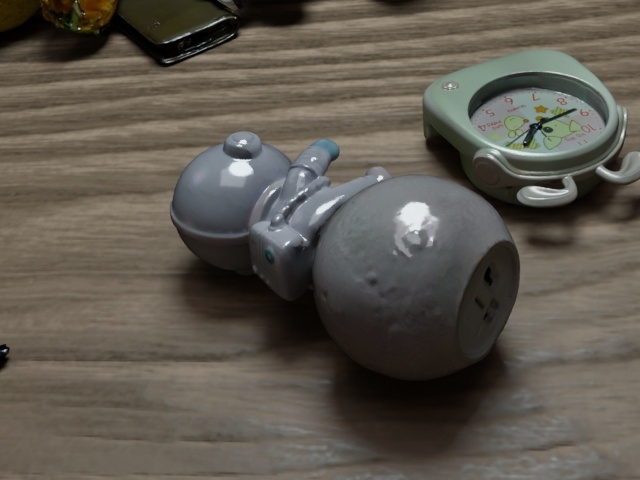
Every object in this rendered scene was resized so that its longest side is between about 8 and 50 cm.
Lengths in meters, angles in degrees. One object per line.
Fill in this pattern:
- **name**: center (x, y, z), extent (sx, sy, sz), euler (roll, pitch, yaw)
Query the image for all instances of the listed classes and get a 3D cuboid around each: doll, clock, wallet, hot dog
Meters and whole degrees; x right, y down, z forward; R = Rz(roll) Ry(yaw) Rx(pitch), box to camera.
- **doll**: center (0.000, 0.000, 0.660), extent (0.287, 0.151, 0.151), euler (22, 50, 33)
- **clock**: center (0.188, -0.091, 0.780), extent (0.151, 0.062, 0.191), euler (-18, 44, -12)
- **wallet**: center (-0.188, -0.275, 1.057), extent (0.110, 0.031, 0.198), euler (-29, 46, -20)
- **hot dog**: center (-0.272, -0.357, 1.033), extent (0.072, 0.115, 0.269), euler (-5, 61, 22)

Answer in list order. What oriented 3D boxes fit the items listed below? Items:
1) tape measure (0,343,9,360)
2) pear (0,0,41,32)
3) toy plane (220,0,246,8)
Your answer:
- **tape measure**: center (-0.423, 0.073, 0.615), extent (0.351, 0.098, 0.215), euler (-26, 86, -21)
- **pear**: center (-0.392, -0.332, 1.047), extent (0.178, 0.178, 0.178), euler (-4, 43, 4)
- **toy plane**: center (-0.069, -0.334, 1.039), extent (0.174, 0.080, 0.174), euler (-10, 42, 9)
